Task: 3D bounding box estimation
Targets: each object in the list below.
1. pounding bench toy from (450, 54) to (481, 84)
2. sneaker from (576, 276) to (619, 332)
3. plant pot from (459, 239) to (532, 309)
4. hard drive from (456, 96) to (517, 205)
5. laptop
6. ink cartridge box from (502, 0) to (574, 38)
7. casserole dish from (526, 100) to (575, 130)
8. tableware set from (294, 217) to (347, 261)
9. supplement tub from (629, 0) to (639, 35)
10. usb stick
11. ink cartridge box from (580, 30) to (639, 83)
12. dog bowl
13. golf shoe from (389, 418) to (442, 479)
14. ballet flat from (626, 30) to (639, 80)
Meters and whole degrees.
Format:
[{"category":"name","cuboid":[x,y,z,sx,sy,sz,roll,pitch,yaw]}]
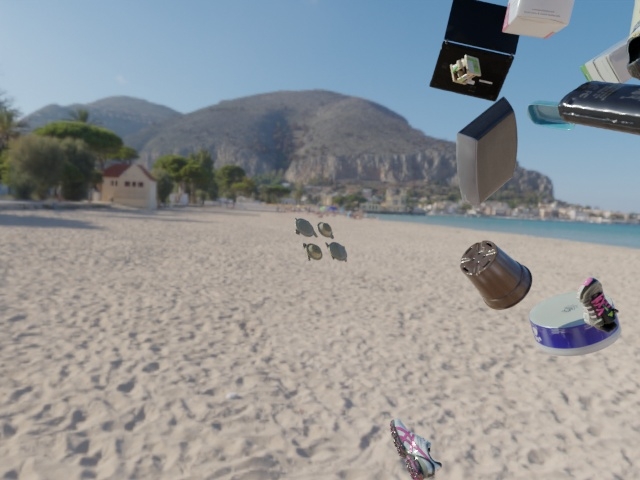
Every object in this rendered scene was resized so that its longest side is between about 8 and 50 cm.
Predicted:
[{"category":"pounding bench toy","cuboid":[0.389,-0.473,1.467,0.083,0.052,0.065,0,-12,-35]},{"category":"sneaker","cuboid":[0.646,0.152,1.222,0.063,0.170,0.075,-36,35,-7]},{"category":"plant pot","cuboid":[0.517,0.094,1.588,0.165,0.167,0.167,41,-16,-27]},{"category":"hard drive","cuboid":[0.414,-0.207,1.306,0.054,0.172,0.254,43,-14,38]},{"category":"laptop","cuboid":[0.512,-0.628,1.750,0.234,0.264,0.136,14,47,4]},{"category":"ink cartridge box","cuboid":[0.390,-0.476,0.908,0.092,0.218,0.158,12,14,8]},{"category":"casserole dish","cuboid":[0.817,-0.445,1.864,0.188,0.037,0.114,27,-16,47]},{"category":"tableware set","cuboid":[0.000,0.000,1.482,0.169,0.141,0.020,4,-36,-41]},{"category":"supplement tub","cuboid":[1.110,-0.705,1.657,0.235,0.324,0.235,18,-23,8]},{"category":"usb stick","cuboid":[0.387,-0.132,0.566,0.077,0.045,0.278,-32,32,-14]},{"category":"ink cartridge box","cuboid":[0.798,-0.475,1.385,0.153,0.087,0.208,-31,5,15]},{"category":"dog bowl","cuboid":[0.838,0.271,1.756,0.265,0.104,0.265,-20,11,4]},{"category":"golf shoe","cuboid":[0.244,0.539,1.383,0.086,0.067,0.186,-18,35,-11]},{"category":"ballet flat","cuboid":[0.668,-0.397,1.106,0.057,0.173,0.049,-24,-58,41]}]
